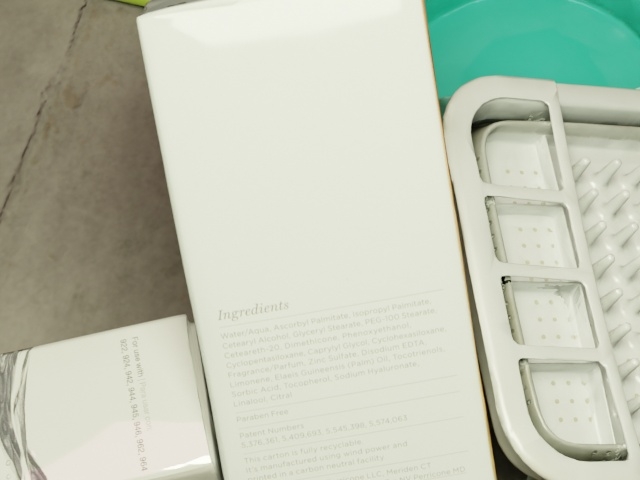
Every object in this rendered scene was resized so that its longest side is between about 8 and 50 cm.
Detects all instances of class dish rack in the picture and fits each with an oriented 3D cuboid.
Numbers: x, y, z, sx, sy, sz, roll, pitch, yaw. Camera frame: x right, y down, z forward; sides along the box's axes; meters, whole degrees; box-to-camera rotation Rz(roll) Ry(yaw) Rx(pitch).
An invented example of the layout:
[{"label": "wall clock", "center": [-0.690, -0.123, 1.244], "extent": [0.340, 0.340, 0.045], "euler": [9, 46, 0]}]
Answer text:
[{"label": "dish rack", "center": [0.234, 0.037, 1.031], "extent": [0.333, 0.072, 0.285], "euler": [2, 62, -22]}]

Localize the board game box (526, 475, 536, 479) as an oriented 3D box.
[{"label": "board game box", "center": [0.250, 0.250, 0.884], "extent": [0.224, 0.097, 0.303], "euler": [9, 20, -13]}]

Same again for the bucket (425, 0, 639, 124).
[{"label": "bucket", "center": [0.161, -0.156, 1.208], "extent": [0.281, 0.183, 0.281], "euler": [-3, 59, 4]}]

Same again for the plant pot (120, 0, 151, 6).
[{"label": "plant pot", "center": [-0.178, -0.362, 1.344], "extent": [0.228, 0.227, 0.207], "euler": [15, 55, 14]}]

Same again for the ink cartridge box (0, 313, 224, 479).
[{"label": "ink cartridge box", "center": [-0.195, 0.167, 1.040], "extent": [0.273, 0.198, 0.114], "euler": [-12, 59, -1]}]

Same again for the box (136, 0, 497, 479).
[{"label": "box", "center": [0.000, 0.000, 1.011], "extent": [0.168, 0.215, 0.345], "euler": [-10, 103, 1]}]
